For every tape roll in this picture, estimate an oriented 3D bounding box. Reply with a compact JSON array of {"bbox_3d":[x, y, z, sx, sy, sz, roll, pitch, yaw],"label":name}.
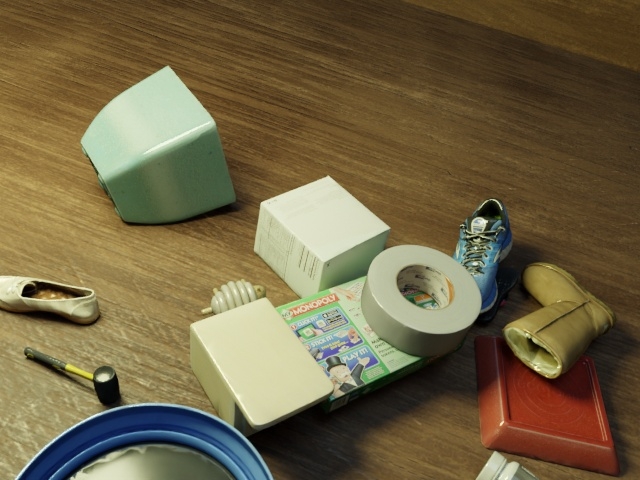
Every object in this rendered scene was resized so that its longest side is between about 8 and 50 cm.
[{"bbox_3d":[0.188,0.109,1.156,0.219,0.072,0.219,7,44,-7],"label":"tape roll"}]

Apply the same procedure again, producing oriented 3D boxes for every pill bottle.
[{"bbox_3d":[0.326,0.413,0.993,0.137,0.078,0.078,33,46,21],"label":"pill bottle"}]

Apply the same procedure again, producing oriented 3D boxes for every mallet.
[{"bbox_3d":[-0.425,0.227,1.043,0.189,0.062,0.039,11,39,20],"label":"mallet"}]

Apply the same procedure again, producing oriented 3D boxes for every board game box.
[{"bbox_3d":[0.090,0.170,1.153,0.317,0.046,0.213,-17,50,-29],"label":"board game box"}]

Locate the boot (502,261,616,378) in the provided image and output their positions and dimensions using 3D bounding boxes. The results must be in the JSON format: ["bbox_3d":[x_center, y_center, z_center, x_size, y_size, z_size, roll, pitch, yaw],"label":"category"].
[{"bbox_3d":[0.459,0.149,1.258,0.269,0.089,0.236,-17,40,-40],"label":"boot"}]

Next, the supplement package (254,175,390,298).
[{"bbox_3d":[0.000,0.000,1.300,0.194,0.149,0.203,-25,55,-35],"label":"supplement package"}]

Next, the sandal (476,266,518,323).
[{"bbox_3d":[0.382,0.124,1.348,0.067,0.040,0.179,16,49,34],"label":"sandal"}]

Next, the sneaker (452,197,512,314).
[{"bbox_3d":[0.335,0.025,1.332,0.129,0.147,0.330,6,43,26],"label":"sneaker"}]

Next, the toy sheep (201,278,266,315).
[{"bbox_3d":[-0.167,0.120,1.183,0.132,0.091,0.091,-22,51,-15],"label":"toy sheep"}]

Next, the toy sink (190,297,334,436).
[{"bbox_3d":[-0.104,0.237,1.037,0.152,0.131,0.234,-19,46,-30],"label":"toy sink"}]

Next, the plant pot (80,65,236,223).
[{"bbox_3d":[-0.371,-0.184,1.349,0.252,0.248,0.247,-28,55,-17],"label":"plant pot"}]

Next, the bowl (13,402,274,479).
[{"bbox_3d":[-0.247,0.416,0.848,0.390,0.077,0.391,7,43,-6],"label":"bowl"}]

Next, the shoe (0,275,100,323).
[{"bbox_3d":[-0.518,0.097,1.133,0.218,0.058,0.077,12,42,-1],"label":"shoe"}]

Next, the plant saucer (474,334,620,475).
[{"bbox_3d":[0.433,0.296,1.170,0.258,0.048,0.259,13,42,-1],"label":"plant saucer"}]
